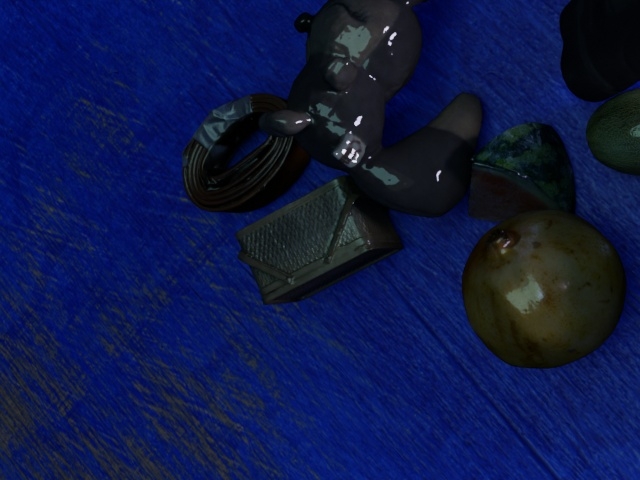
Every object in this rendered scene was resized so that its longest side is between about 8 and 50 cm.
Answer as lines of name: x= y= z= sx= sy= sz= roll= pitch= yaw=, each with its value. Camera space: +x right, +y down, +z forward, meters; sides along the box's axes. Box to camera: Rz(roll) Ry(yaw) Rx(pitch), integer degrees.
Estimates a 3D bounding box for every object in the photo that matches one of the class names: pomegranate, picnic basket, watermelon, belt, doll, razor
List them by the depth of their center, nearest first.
razor: x=0.491 y=-0.353 z=1.750 sx=0.349 sy=0.113 sz=0.204 roll=-39 pitch=37 yaw=56
pomegranate: x=0.350 y=0.073 z=1.842 sx=0.264 sy=0.264 sz=0.264 roll=1 pitch=91 yaw=26
watermelon: x=0.318 y=-0.084 z=1.920 sx=0.136 sy=0.207 sz=0.202 roll=55 pitch=131 yaw=43
doll: x=0.109 y=-0.252 z=1.989 sx=0.252 sy=0.378 sz=0.382 roll=-1 pitch=53 yaw=60
picnic basket: x=0.000 y=0.000 z=2.062 sx=0.266 sy=0.165 sz=0.139 roll=-28 pitch=79 yaw=23
belt: x=-0.136 y=-0.162 z=2.158 sx=0.261 sy=0.105 sz=0.184 roll=-35 pitch=75 yaw=23

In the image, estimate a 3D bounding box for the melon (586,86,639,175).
melon: x=0.514 y=-0.172 z=1.828 sx=0.192 sy=0.139 sz=0.139 roll=-8 pitch=88 yaw=28
